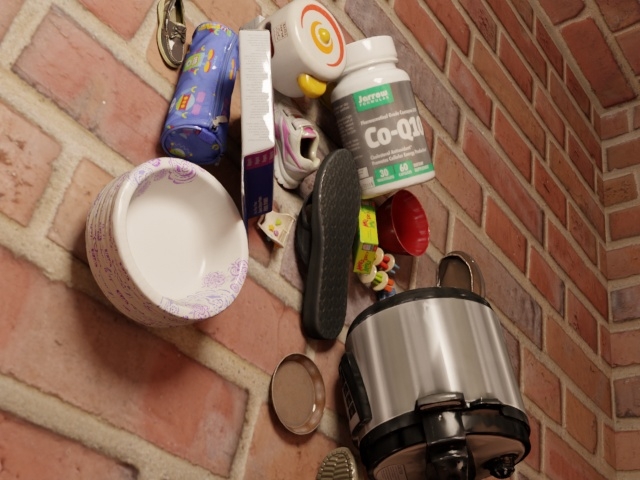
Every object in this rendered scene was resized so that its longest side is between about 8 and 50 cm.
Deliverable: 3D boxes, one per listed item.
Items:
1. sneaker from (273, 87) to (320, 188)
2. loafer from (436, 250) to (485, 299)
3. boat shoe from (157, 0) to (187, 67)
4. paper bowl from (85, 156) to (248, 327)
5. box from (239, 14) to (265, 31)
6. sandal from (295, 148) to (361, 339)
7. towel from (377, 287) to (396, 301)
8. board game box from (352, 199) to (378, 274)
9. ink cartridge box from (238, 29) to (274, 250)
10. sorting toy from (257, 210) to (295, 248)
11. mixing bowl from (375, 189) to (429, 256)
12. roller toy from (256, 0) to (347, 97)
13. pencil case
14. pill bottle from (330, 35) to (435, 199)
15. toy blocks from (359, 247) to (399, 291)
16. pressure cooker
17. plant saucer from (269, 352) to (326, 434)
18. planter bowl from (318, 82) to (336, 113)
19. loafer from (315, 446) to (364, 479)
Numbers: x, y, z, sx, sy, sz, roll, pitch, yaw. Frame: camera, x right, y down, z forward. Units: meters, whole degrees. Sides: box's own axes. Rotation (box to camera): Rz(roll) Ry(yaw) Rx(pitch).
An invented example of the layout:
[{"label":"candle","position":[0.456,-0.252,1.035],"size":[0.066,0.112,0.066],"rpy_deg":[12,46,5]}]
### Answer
[{"label":"sneaker","position":[-0.060,-0.252,1.611],"size":[0.103,0.111,0.252],"rpy_deg":[-16,89,-53]},{"label":"loafer","position":[0.383,0.196,1.979],"size":[0.130,0.134,0.366],"rpy_deg":[22,60,-46]},{"label":"boat shoe","position":[-0.299,-0.429,1.429],"size":[0.056,0.049,0.152],"rpy_deg":[3,75,-51]},{"label":"paper bowl","position":[-0.273,0.010,1.215],"size":[0.284,0.148,0.284],"rpy_deg":[21,61,-46]},{"label":"box","position":[-0.116,-0.434,1.643],"size":[0.137,0.072,0.126],"rpy_deg":[15,65,-47]},{"label":"sandal","position":[-0.001,0.001,1.607],"size":[0.167,0.107,0.446],"rpy_deg":[22,73,-55]},{"label":"towel","position":[0.177,0.181,1.813],"size":[0.067,0.029,0.119],"rpy_deg":[8,69,-48]},{"label":"board game box","position":[0.105,-0.011,1.695],"size":[0.181,0.043,0.092],"rpy_deg":[-89,-171,-55]},{"label":"ink cartridge box","position":[-0.122,-0.182,1.380],"size":[0.324,0.071,0.330],"rpy_deg":[104,-17,-72]},{"label":"sorting toy","position":[-0.104,-0.031,1.534],"size":[0.075,0.045,0.083],"rpy_deg":[42,47,-24]},{"label":"mixing bowl","position":[0.202,-0.036,1.869],"size":[0.181,0.098,0.181],"rpy_deg":[22,60,-45]},{"label":"roller toy","position":[-0.039,-0.426,1.554],"size":[0.191,0.146,0.209],"rpy_deg":[52,42,-23]},{"label":"pencil case","position":[-0.226,-0.296,1.403],"size":[0.119,0.133,0.306],"rpy_deg":[35,50,-39]},{"label":"pill bottle","position":[0.141,-0.297,1.720],"size":[0.204,0.204,0.361],"rpy_deg":[-21,95,-53]},{"label":"toy blocks","position":[0.157,0.079,1.793],"size":[0.148,0.054,0.123],"rpy_deg":[28,42,-43]},{"label":"pressure cooker","position":[0.249,0.353,1.503],"size":[0.370,0.375,0.420],"rpy_deg":[18,47,-33]},{"label":"plant saucer","position":[-0.052,0.321,1.473],"size":[0.168,0.029,0.168],"rpy_deg":[23,60,-46]},{"label":"planter bowl","position":[0.068,-0.444,1.863],"size":[0.217,0.090,0.217],"rpy_deg":[23,59,-45]},{"label":"loafer","position":[0.052,0.570,1.456],"size":[0.092,0.102,0.268],"rpy_deg":[35,48,-52]}]
